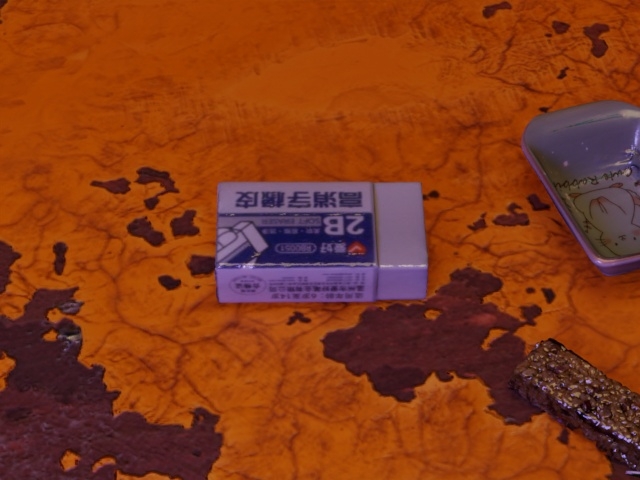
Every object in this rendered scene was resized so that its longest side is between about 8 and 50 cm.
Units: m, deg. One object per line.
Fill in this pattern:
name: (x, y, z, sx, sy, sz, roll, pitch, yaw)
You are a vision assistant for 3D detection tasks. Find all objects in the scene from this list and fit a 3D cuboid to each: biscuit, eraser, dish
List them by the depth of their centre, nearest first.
biscuit: (0.267, 0.159, 1.408, 0.199, 0.034, 0.064, 32, 55, 28)
eraser: (0.000, 0.000, 1.537, 0.210, 0.068, 0.124, 0, 46, -1)
dish: (0.301, -0.053, 1.583, 0.154, 0.064, 0.234, -14, 50, -12)

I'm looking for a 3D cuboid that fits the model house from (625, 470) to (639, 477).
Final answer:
model house: (0.347, 0.251, 1.287, 0.167, 0.117, 0.088, 12, 81, -17)
